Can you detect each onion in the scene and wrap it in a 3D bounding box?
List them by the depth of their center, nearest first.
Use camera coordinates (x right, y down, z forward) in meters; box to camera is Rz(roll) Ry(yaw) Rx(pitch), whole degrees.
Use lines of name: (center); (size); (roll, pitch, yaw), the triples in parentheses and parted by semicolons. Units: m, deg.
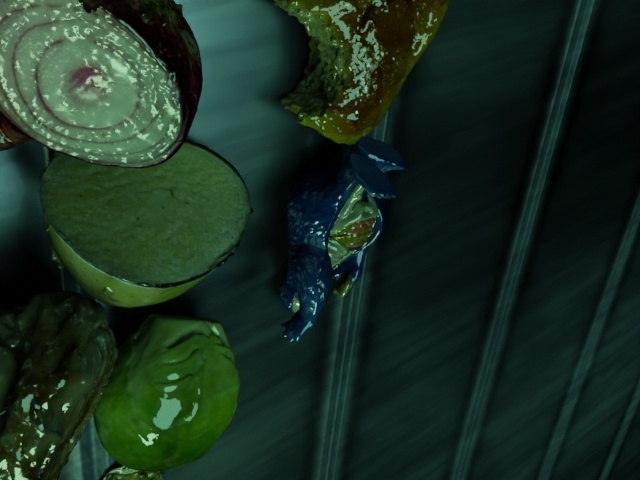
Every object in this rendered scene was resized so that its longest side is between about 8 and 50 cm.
onion: (-0.210, -0.145, 0.501); (0.218, 0.140, 0.195); (-27, 140, 27)

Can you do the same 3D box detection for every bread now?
bread: (0.071, -0.290, 0.640); (0.185, 0.109, 0.380); (27, 99, -44)

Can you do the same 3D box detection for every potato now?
potato: (-0.177, -0.011, 0.599); (0.117, 0.182, 0.202); (-53, -177, 41)

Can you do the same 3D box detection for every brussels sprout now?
brussels sprout: (-0.174, 0.174, 0.695); (0.161, 0.144, 0.181); (-2, 94, -15)

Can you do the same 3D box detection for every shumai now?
shumai: (-0.306, 0.127, 0.566); (0.218, 0.185, 0.184); (-53, -170, 53)

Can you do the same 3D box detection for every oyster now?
oyster: (-0.273, 0.346, 0.795); (0.146, 0.045, 0.122); (-6, 104, -35)

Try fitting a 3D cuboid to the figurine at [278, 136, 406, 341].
figurine: (0.005, -0.007, 0.754); (0.262, 0.120, 0.164); (-62, 169, 19)
